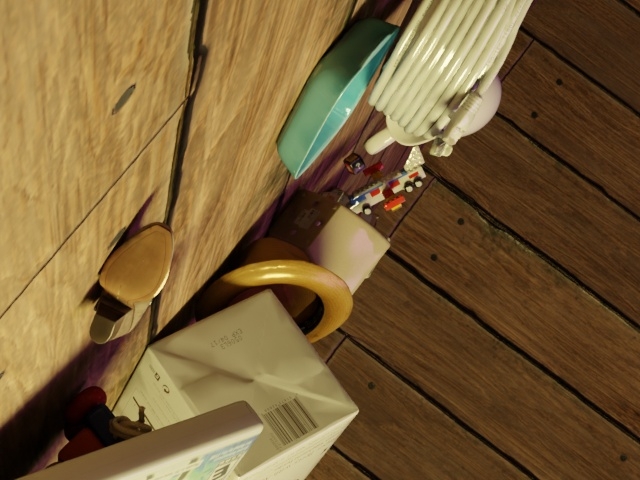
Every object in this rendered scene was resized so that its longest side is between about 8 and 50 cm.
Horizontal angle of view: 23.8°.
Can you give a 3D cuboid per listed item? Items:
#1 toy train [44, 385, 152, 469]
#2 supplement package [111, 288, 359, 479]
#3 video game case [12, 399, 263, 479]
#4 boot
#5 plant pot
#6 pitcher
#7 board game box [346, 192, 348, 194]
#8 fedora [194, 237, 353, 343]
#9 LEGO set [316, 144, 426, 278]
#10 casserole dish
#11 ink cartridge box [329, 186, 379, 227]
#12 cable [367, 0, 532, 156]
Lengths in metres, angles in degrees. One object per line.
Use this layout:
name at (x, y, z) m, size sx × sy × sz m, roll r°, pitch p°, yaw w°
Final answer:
toy train at (-0.217, 0.205, 1.302) m, size 0.143 × 0.105 × 0.248 m, roll -38°, pitch 172°, yaw -18°
supplement package at (-0.119, 0.224, 1.687) m, size 0.177 × 0.175 × 0.293 m, roll -25°, pitch 160°, yaw -36°
video game case at (-0.229, 0.269, 1.222) m, size 0.329 × 0.036 × 0.300 m, roll -15°, pitch 148°, yaw -47°
boot at (-0.127, 0.021, 1.074) m, size 0.118 × 0.042 × 0.087 m, roll -53°, pitch -177°, yaw 24°
plant pot at (0.000, 0.000, 1.872) m, size 0.109 × 0.109 × 0.096 m, roll -52°, pitch 135°, yaw -17°
pitcher at (0.168, -0.198, 2.270) m, size 0.177 × 0.125 × 0.207 m, roll -29°, pitch -179°, yaw 38°
board game box at (0.007, -0.017, 2.525) m, size 0.103 × 0.026 × 0.154 m, roll -54°, pitch 177°, yaw 20°
fedora at (-0.056, 0.055, 1.732) m, size 0.194 × 0.194 × 0.079 m, roll 123°, pitch -34°, yaw -49°
LEGO set at (0.030, -0.044, 1.991) m, size 0.182 × 0.060 × 0.244 m, roll -3°, pitch -141°, yaw 36°
casserole dish at (0.011, -0.131, 1.359) m, size 0.114 × 0.037 × 0.188 m, roll -50°, pitch 175°, yaw -33°
ink cartridge box at (-0.009, 0.035, 2.196) m, size 0.193 × 0.088 × 0.235 m, roll -54°, pitch -178°, yaw 11°
cable at (0.132, -0.216, 1.396) m, size 0.257 × 0.089 × 0.257 m, roll -63°, pitch -176°, yaw 11°
